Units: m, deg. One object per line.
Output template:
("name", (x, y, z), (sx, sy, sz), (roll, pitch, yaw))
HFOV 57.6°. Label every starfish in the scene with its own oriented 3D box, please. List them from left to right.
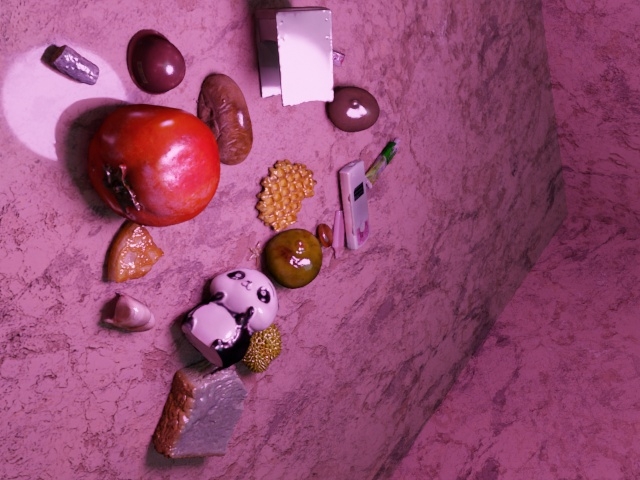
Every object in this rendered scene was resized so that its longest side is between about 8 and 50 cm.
("starfish", (-0.220, 0.046, 2.035), (0.092, 0.016, 0.086), (-36, 130, -35))

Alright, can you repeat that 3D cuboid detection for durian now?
("durian", (-0.218, 0.376, 2.057), (0.159, 0.146, 0.198), (22, 84, -46))

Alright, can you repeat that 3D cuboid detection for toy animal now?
("toy animal", (-0.280, 0.234, 1.889), (0.310, 0.251, 0.250), (-45, 132, -25))

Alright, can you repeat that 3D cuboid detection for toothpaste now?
("toothpaste", (0.253, -0.322, 2.374), (0.248, 0.047, 0.078), (-53, 133, -16))

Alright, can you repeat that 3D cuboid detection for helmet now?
("helmet", (-0.424, -0.479, 1.563), (0.155, 0.106, 0.175), (-25, 117, -39))

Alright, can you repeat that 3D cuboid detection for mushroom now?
("mushroom", (-0.262, -0.350, 1.744), (0.156, 0.151, 0.285), (-29, 124, -35))
("mushroom", (0.011, 0.003, 2.219), (0.088, 0.073, 0.129), (5, 106, -81))

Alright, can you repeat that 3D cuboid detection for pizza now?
("pizza", (-0.527, 0.032, 1.679), (0.161, 0.063, 0.181), (6, 95, -40))

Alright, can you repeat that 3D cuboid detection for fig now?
("fig", (-0.099, 0.073, 2.061), (0.203, 0.203, 0.225), (-38, 162, -31))

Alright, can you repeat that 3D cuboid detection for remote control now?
("remote control", (0.138, -0.136, 2.296), (0.145, 0.050, 0.343), (-41, 132, -50))

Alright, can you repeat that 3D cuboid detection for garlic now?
("garlic", (-0.542, 0.214, 1.688), (0.174, 0.124, 0.099), (71, 33, -67))

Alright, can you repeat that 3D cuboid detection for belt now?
("belt", (-0.018, -0.635, 1.962), (0.232, 0.071, 0.053), (-1, 112, -43))

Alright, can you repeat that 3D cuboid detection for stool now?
("stool", (-0.082, -0.558, 1.753), (0.171, 0.243, 0.269), (-11, 114, -18))

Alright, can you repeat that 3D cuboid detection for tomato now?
("tomato", (-0.431, -0.200, 1.535), (0.290, 0.293, 0.324), (-45, 128, -45))

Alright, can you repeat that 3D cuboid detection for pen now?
("pen", (0.072, -0.022, 2.302), (0.053, 0.032, 0.197), (-8, 107, -46))

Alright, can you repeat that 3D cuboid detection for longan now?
("longan", (0.118, -0.469, 2.088), (0.189, 0.189, 0.189), (-19, 117, -41))

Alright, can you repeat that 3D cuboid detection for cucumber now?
("cucumber", (-0.598, -0.426, 1.428), (0.112, 0.064, 0.064), (31, 81, -48))

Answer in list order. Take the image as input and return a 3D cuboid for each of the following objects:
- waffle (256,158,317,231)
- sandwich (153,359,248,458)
("waffle", (-0.118, -0.153, 2.038), (0.249, 0.056, 0.253), (10, 95, -47))
("sandwich", (-0.387, 0.563, 1.960), (0.262, 0.131, 0.325), (23, 86, -47))
